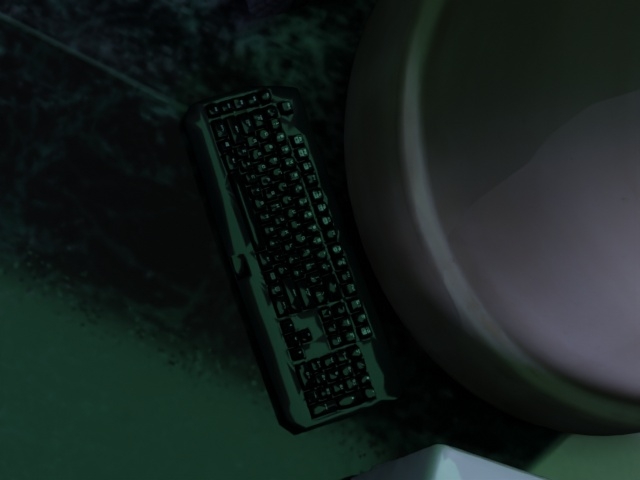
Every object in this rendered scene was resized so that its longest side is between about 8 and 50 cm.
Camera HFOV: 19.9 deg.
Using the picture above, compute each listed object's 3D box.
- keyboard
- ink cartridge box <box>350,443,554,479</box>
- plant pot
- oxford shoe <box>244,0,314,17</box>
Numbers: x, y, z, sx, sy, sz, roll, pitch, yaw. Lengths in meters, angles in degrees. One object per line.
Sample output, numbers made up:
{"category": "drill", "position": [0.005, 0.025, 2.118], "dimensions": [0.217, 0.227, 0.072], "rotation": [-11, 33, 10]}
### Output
{"category": "keyboard", "position": [0.000, 0.000, 0.999], "dimensions": [0.100, 0.038, 0.192], "rotation": [-17, 82, -23]}
{"category": "ink cartridge box", "position": [0.098, 0.282, 0.906], "dimensions": [0.226, 0.131, 0.306], "rotation": [19, 71, -14]}
{"category": "plant pot", "position": [0.218, -0.061, 0.937], "dimensions": [0.323, 0.280, 0.323], "rotation": [3, 82, -26]}
{"category": "oxford shoe", "position": [0.036, -0.212, 1.049], "dimensions": [0.227, 0.083, 0.096], "rotation": [-22, 72, -29]}
